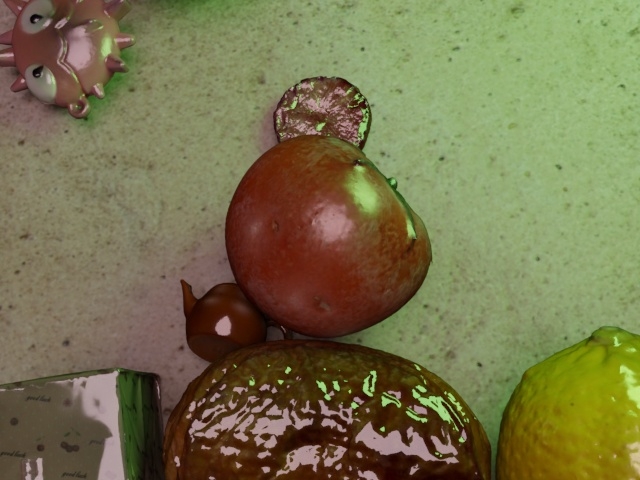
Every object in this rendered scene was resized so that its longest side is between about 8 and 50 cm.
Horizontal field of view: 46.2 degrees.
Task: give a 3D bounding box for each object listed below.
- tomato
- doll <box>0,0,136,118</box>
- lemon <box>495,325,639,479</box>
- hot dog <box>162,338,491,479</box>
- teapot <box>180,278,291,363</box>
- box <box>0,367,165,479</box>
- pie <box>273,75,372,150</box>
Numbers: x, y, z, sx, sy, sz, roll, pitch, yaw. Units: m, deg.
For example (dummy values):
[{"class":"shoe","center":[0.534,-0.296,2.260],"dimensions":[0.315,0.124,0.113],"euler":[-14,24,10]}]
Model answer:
[{"class":"tomato","center":[0.000,0.000,0.957],"dimensions":[0.265,0.265,0.265],"euler":[0,77,-1]},{"class":"doll","center":[-0.376,-0.301,1.105],"dimensions":[0.211,0.093,0.262],"euler":[-7,80,4]},{"class":"lemon","center":[0.364,0.282,0.882],"dimensions":[0.336,0.336,0.336],"euler":[0,77,-1]},{"class":"hot dog","center":[0.006,0.264,0.910],"dimensions":[0.387,0.174,0.267],"euler":[8,103,2]},{"class":"teapot","center":[-0.118,0.107,1.018],"dimensions":[0.173,0.116,0.116],"euler":[25,78,-11]},{"class":"box","center":[-0.291,0.314,0.901],"dimensions":[0.190,0.225,0.297],"euler":[-7,79,-2]},{"class":"pie","center":[0.005,-0.174,1.111],"dimensions":[0.154,0.036,0.154],"euler":[0,77,-1]}]
